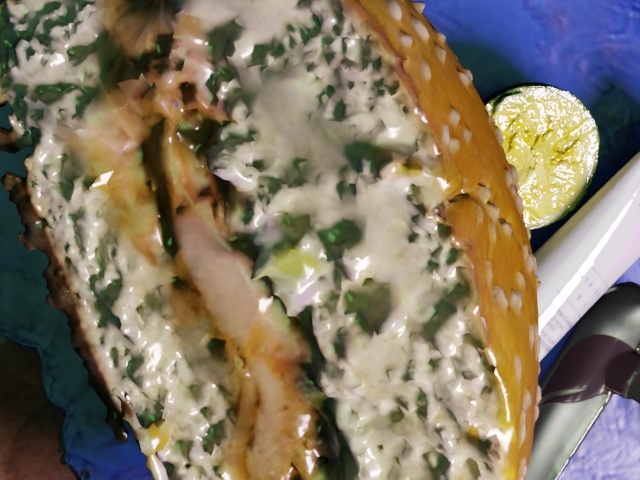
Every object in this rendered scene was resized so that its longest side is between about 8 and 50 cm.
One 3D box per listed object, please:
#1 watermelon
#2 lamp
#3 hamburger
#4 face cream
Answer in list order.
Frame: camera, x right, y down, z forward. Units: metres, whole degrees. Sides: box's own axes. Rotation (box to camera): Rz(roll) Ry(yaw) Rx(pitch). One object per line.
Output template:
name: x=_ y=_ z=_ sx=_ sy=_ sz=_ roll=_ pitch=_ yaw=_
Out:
watermelon: x=0.139 y=-0.062 z=1.269 sx=0.106 sy=0.062 sz=0.105 roll=-5 pitch=106 yaw=-18
lamp: x=0.264 y=0.194 z=1.276 sx=0.283 sy=0.124 sz=0.203 roll=37 pitch=100 yaw=-4
hamburger: x=0.000 y=0.000 z=1.155 sx=0.268 sy=0.287 sz=0.445 roll=-18 pitch=103 yaw=21
face cream: x=0.183 y=0.017 z=1.281 sx=0.243 sy=0.092 sz=0.058 roll=-45 pitch=52 yaw=1
